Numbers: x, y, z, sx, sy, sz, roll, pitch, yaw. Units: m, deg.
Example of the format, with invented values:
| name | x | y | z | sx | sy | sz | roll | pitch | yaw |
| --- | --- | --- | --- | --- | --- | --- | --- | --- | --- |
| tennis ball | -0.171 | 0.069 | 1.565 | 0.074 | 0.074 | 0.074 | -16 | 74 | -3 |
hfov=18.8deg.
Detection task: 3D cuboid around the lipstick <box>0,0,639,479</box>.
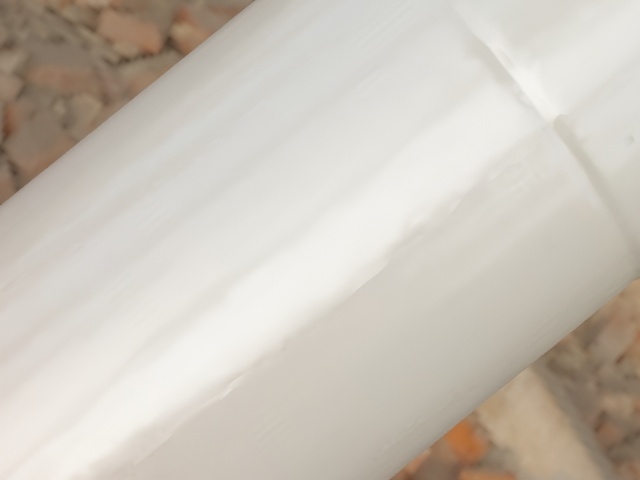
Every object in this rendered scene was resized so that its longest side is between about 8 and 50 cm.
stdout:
| name | x | y | z | sx | sy | sz | roll | pitch | yaw |
| --- | --- | --- | --- | --- | --- | --- | --- | --- | --- |
| lipstick | 0.000 | 0.000 | 0.365 | 0.087 | 0.327 | 0.087 | 51 | -3 | 3 |
